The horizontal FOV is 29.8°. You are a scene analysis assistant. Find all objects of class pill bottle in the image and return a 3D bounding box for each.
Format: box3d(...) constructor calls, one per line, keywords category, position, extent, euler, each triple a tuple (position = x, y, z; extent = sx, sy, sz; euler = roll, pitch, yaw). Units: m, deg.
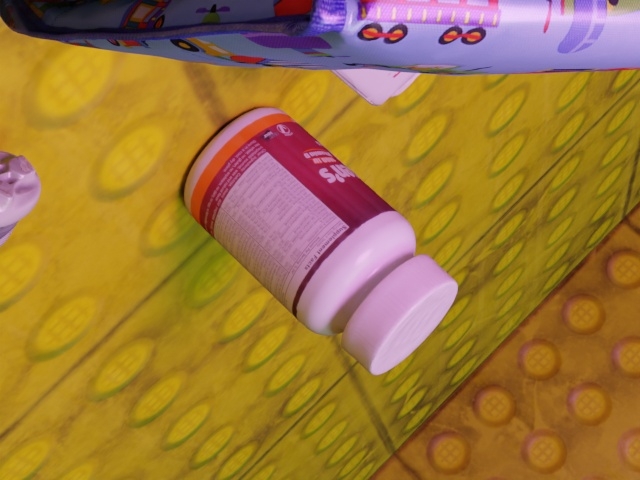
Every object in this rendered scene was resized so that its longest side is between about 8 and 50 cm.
box3d(category="pill bottle", position=(0.000, 0.000, 0.991), extent=(0.121, 0.221, 0.121), euler=(-40, 159, -19))

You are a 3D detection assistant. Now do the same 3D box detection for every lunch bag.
box3d(category="lunch bag", position=(0.006, -0.118, 0.507), extent=(0.221, 0.138, 0.293), euler=(-5, 178, -33))

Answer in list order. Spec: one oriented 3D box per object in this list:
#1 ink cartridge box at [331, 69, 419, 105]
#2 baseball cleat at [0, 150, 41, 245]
box3d(category="ink cartridge box", position=(0.036, -0.232, 0.739), extent=(0.226, 0.131, 0.306), euler=(-42, 162, 8))
box3d(category="baseball cleat", position=(-0.257, 0.004, 0.711), extent=(0.206, 0.072, 0.109), euler=(-15, 149, -49))
